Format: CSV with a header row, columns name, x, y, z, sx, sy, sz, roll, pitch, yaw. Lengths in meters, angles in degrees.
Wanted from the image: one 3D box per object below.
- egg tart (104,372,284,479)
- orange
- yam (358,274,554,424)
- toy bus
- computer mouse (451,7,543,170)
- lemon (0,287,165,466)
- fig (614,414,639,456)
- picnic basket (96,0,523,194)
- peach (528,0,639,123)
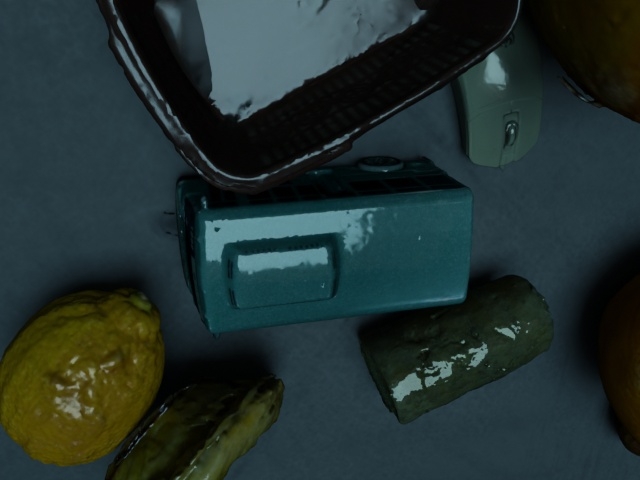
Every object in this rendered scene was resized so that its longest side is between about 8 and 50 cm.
name,x,y,z,sx,sy,sz,roll,pitch,yaw
egg tart,-0.129,0.214,0.588,0.106,0.241,0.241,37,101,6
orange,0.448,0.134,0.670,0.261,0.261,0.261,-5,113,-12
yam,0.148,0.114,0.657,0.194,0.107,0.107,-24,115,-4
toy bus,0.000,0.000,0.554,0.256,0.147,0.128,-6,111,-12
computer mouse,0.173,-0.146,0.586,0.089,0.056,0.182,-16,115,-2
lemon,-0.216,0.120,0.553,0.142,0.142,0.187,34,98,-23
fig,0.435,0.262,0.811,0.088,0.089,0.125,-7,136,-11
picnic basket,-0.013,-0.192,0.481,0.296,0.129,0.222,-30,114,-1
peach,0.297,-0.260,0.412,0.372,0.290,0.373,-30,151,-19
